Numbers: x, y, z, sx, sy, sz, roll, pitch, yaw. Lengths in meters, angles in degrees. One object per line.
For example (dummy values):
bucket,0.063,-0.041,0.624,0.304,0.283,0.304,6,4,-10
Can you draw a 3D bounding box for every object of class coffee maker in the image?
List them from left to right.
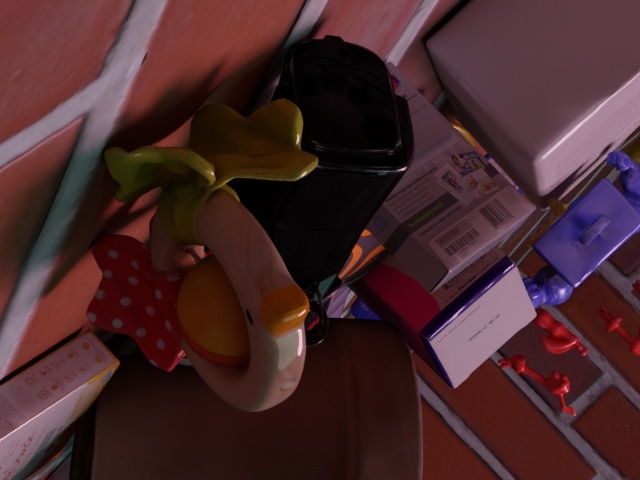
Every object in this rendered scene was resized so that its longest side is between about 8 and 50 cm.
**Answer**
coffee maker,0.000,-0.037,1.332,0.120,0.171,0.178,-19,157,-29

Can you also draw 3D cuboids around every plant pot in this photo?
plant pot,-0.085,0.220,1.641,0.323,0.280,0.323,-173,-90,-77

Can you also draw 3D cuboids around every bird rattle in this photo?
bird rattle,-0.086,0.031,1.236,0.143,0.207,0.253,-15,146,-33

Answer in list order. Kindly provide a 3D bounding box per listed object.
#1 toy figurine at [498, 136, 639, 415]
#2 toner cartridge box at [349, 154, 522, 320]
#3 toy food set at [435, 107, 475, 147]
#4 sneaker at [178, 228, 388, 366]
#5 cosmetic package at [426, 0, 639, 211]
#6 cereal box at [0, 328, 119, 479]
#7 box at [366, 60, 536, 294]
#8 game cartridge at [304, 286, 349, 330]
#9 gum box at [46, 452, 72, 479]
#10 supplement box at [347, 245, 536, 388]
toy figurine,0.325,0.004,1.888,0.362,0.191,0.217,-41,166,-2
toner cartridge box,0.171,0.014,2.589,0.165,0.075,0.348,-37,169,-31
toy food set,0.071,-0.069,1.835,0.128,0.071,0.218,3,137,-29
sneaker,0.000,0.000,1.525,0.321,0.124,0.180,-41,-172,-21
cosmetic package,0.255,-0.179,1.798,0.230,0.161,0.453,-43,172,2
cereal box,-0.290,0.184,1.474,0.240,0.047,0.173,-35,167,-43
box,0.076,-0.057,1.506,0.145,0.186,0.038,-34,167,-46
game cartridge,-0.079,0.140,1.927,0.355,0.068,0.230,-46,168,-33
gum box,-0.260,0.277,1.969,0.188,0.062,0.107,-47,170,19
supplement box,0.087,0.019,1.690,0.111,0.220,0.114,-40,145,-7
